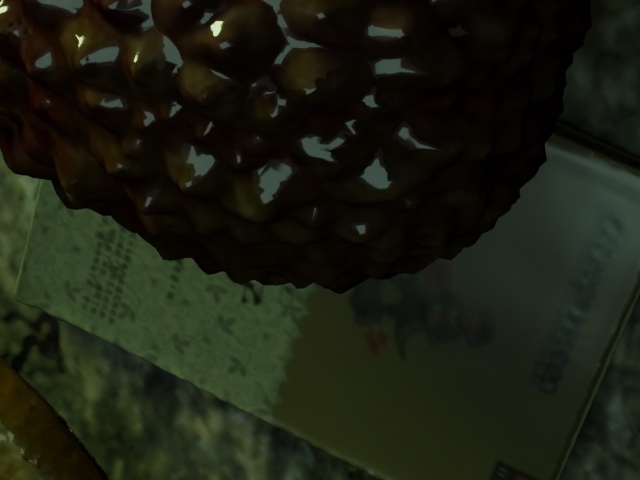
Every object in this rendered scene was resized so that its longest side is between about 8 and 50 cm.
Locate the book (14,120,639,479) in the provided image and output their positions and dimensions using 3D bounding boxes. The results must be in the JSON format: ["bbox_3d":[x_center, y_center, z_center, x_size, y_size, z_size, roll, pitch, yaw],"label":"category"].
[{"bbox_3d":[0.000,0.000,0.589,0.199,0.016,0.138,26,118,13],"label":"book"}]

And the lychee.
[{"bbox_3d":[-0.020,-0.078,0.470,0.188,0.188,0.188,8,113,21],"label":"lychee"}]

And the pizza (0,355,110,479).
[{"bbox_3d":[-0.147,0.107,0.672,0.193,0.053,0.201,-6,118,24],"label":"pizza"}]
